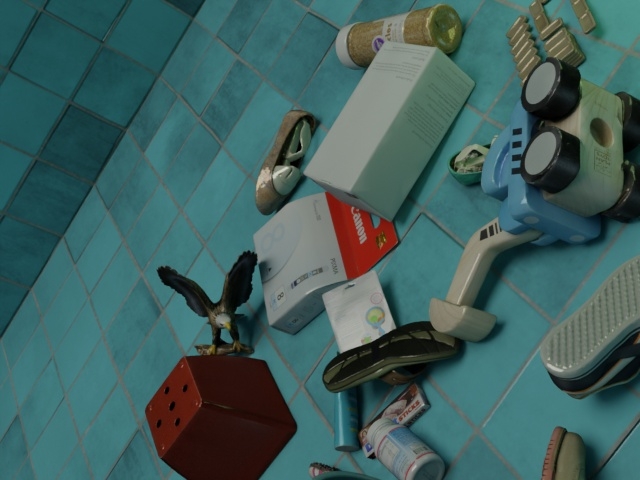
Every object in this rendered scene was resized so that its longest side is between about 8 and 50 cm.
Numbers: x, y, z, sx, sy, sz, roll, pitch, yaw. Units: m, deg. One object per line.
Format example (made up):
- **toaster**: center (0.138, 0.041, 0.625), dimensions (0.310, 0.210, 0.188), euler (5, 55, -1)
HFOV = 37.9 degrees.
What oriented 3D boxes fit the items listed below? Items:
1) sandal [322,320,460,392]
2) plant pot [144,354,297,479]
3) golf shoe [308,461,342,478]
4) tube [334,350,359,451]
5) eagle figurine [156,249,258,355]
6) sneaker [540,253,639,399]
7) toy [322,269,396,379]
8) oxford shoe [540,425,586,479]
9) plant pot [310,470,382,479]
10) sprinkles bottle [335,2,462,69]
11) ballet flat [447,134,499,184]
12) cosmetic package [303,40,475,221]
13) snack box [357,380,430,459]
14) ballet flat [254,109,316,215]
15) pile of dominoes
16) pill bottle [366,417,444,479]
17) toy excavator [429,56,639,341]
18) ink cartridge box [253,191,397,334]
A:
- **sandal**: center (0.149, 0.249, 1.905), dimensions (0.303, 0.086, 0.120), euler (-22, 26, 22)
- **plant pot**: center (-0.259, 0.424, 2.207), dimensions (0.267, 0.236, 0.267), euler (-54, 35, 15)
- **golf shoe**: center (0.028, 0.516, 1.922), dimensions (0.186, 0.067, 0.086), euler (16, 83, 55)
- **tube**: center (0.055, 0.347, 1.999), dimensions (0.052, 0.080, 0.207), euler (-13, 60, 22)
- **eagle figurine**: center (-0.261, 0.159, 2.350), dimensions (0.225, 0.226, 0.298), euler (5, 115, 40)
- **sneaker**: center (0.503, 0.134, 1.522), dimensions (0.321, 0.127, 0.126), euler (-35, 43, -3)
- **toy**: center (0.101, 0.197, 2.033), dimensions (0.137, 0.056, 0.237), euler (-26, 54, 13)
- **oxford shoe**: center (0.412, 0.476, 1.432), dimensions (0.147, 0.140, 0.397), euler (-4, 55, 17)
- **plant pot**: center (0.062, 0.638, 1.601), dimensions (0.341, 0.341, 0.334), euler (42, 111, 54)
- **sprinkles bottle**: center (0.190, -0.506, 2.327), dimensions (0.355, 0.121, 0.121), euler (3, 71, 53)
- **ballet flat**: center (0.360, -0.173, 1.920), dimensions (0.247, 0.087, 0.083), euler (-17, 55, 46)
- **cosmetic package**: center (0.156, -0.257, 2.152), dimensions (0.385, 0.156, 0.217), euler (-59, 34, -1)
- **snack box**: center (0.149, 0.368, 1.901), dimensions (0.178, 0.022, 0.064), euler (-48, 39, 21)
- **ballet flat**: center (-0.090, -0.217, 2.523), dimensions (0.106, 0.108, 0.316), euler (3, 72, 45)
- **pile of dominoes**: center (0.494, -0.440, 1.985), dimensions (0.196, 0.040, 0.251), euler (-40, 33, 30)
- **pill bottle**: center (0.160, 0.410, 1.793), dimensions (0.160, 0.087, 0.087), euler (37, 98, 51)
- **toy excavator**: center (0.383, -0.055, 1.751), dimensions (0.445, 0.222, 0.432), euler (-34, 43, 55)
- **ink cartridge box**: center (0.000, 0.000, 2.274), dimensions (0.385, 0.091, 0.308), euler (-43, 40, 28)
